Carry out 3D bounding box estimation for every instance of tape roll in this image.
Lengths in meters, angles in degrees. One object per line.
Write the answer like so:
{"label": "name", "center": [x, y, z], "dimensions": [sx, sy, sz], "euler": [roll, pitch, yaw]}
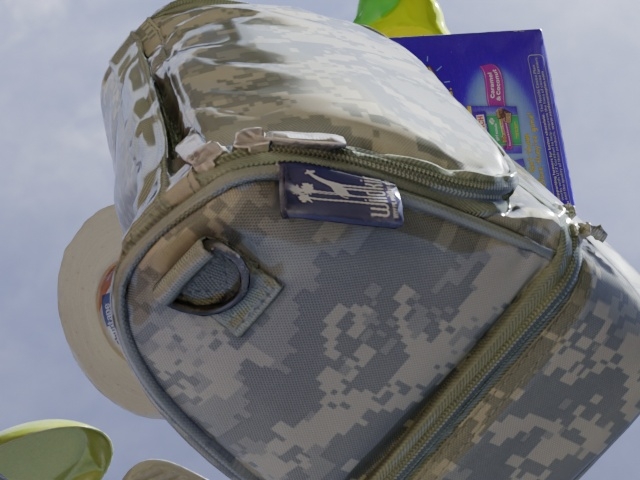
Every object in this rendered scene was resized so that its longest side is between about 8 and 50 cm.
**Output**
{"label": "tape roll", "center": [-0.156, 0.064, 0.972], "dimensions": [0.219, 0.219, 0.072], "euler": [3, -167, 26]}

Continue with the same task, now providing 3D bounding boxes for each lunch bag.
{"label": "lunch bag", "center": [0.000, 0.000, 0.528], "dimensions": [0.212, 0.256, 0.305], "euler": [-50, -153, 13]}

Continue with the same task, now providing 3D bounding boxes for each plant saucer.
{"label": "plant saucer", "center": [-0.363, 0.286, 1.151], "dimensions": [0.241, 0.241, 0.037], "euler": [-33, -121, -9]}

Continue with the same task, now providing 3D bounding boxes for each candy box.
{"label": "candy box", "center": [0.090, -0.068, 0.995], "dimensions": [0.317, 0.268, 0.122], "euler": [-8, 176, -25]}

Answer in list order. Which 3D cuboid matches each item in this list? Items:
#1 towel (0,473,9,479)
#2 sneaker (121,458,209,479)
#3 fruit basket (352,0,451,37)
{"label": "towel", "center": [-0.321, 0.099, 0.332], "dimensions": [0.312, 0.056, 0.324], "euler": [12, -165, 42]}
{"label": "sneaker", "center": [-0.090, 0.371, 1.177], "dimensions": [0.321, 0.127, 0.126], "euler": [28, -115, 14]}
{"label": "fruit basket", "center": [0.124, -0.151, 1.324], "dimensions": [0.392, 0.392, 0.283], "euler": [-14, -143, 11]}
